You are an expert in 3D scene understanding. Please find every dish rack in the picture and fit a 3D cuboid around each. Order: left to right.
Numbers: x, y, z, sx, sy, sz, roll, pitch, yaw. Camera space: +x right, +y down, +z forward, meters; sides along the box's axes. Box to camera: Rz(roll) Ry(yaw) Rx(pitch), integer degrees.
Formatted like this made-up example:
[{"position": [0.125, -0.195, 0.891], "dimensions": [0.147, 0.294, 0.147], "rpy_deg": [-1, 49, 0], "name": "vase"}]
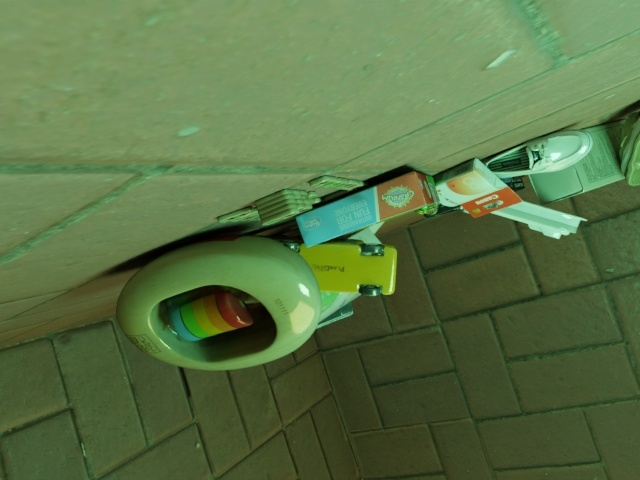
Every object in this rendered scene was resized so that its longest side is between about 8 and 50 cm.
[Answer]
[{"position": [0.501, -0.080, 1.391], "dimensions": [0.332, 0.073, 0.285], "rpy_deg": [17, -172, 10], "name": "dish rack"}]

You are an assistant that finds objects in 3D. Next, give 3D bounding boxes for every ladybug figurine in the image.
[{"position": [-0.201, 0.116, 1.036], "dimensions": [0.448, 0.305, 0.162], "rpy_deg": [-15, -146, 22], "name": "ladybug figurine"}]

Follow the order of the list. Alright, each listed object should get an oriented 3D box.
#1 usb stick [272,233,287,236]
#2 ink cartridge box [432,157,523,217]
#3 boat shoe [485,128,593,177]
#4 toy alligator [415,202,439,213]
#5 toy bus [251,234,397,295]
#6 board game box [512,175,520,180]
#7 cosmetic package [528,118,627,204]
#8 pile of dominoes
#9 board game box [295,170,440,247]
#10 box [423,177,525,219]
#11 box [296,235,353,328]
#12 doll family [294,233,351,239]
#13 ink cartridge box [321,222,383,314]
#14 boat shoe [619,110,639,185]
[{"position": [-0.215, 0.039, 1.349], "dimensions": [0.277, 0.045, 0.077], "rpy_deg": [-17, 169, -20], "name": "usb stick"}, {"position": [0.357, -0.104, 1.225], "dimensions": [0.145, 0.179, 0.045], "rpy_deg": [-22, -141, 50], "name": "ink cartridge box"}, {"position": [0.479, -0.182, 1.162], "dimensions": [0.226, 0.083, 0.075], "rpy_deg": [-20, 177, 36], "name": "boat shoe"}, {"position": [0.321, -0.120, 1.632], "dimensions": [0.051, 0.056, 0.189], "rpy_deg": [26, -161, 24], "name": "toy alligator"}, {"position": [-0.004, 0.052, 1.155], "dimensions": [0.332, 0.108, 0.130], "rpy_deg": [2, -173, 2], "name": "toy bus"}, {"position": [0.686, -0.244, 1.600], "dimensions": [0.164, 0.042, 0.243], "rpy_deg": [-19, 176, 9], "name": "board game box"}, {"position": [0.677, -0.202, 1.339], "dimensions": [0.296, 0.153, 0.129], "rpy_deg": [-15, 174, -31], "name": "cosmetic package"}, {"position": [-0.034, -0.053, 0.899], "dimensions": [0.195, 0.040, 0.251], "rpy_deg": [-20, 176, 22], "name": "pile of dominoes"}, {"position": [0.113, -0.068, 1.093], "dimensions": [0.242, 0.064, 0.316], "rpy_deg": [-20, 179, 19], "name": "board game box"}, {"position": [0.569, -0.168, 1.960], "dimensions": [0.293, 0.074, 0.295], "rpy_deg": [-22, 174, 39], "name": "box"}, {"position": [-0.230, 0.202, 1.720], "dimensions": [0.471, 0.298, 0.480], "rpy_deg": [-15, 175, -27], "name": "box"}, {"position": [0.000, 0.000, 1.478], "dimensions": [0.163, 0.118, 0.263], "rpy_deg": [-21, 159, -21], "name": "doll family"}, {"position": [0.054, 0.097, 1.397], "dimensions": [0.353, 0.119, 0.207], "rpy_deg": [-29, 163, -36], "name": "ink cartridge box"}, {"position": [0.725, -0.242, 1.165], "dimensions": [0.113, 0.103, 0.302], "rpy_deg": [-15, 151, 5], "name": "boat shoe"}]
